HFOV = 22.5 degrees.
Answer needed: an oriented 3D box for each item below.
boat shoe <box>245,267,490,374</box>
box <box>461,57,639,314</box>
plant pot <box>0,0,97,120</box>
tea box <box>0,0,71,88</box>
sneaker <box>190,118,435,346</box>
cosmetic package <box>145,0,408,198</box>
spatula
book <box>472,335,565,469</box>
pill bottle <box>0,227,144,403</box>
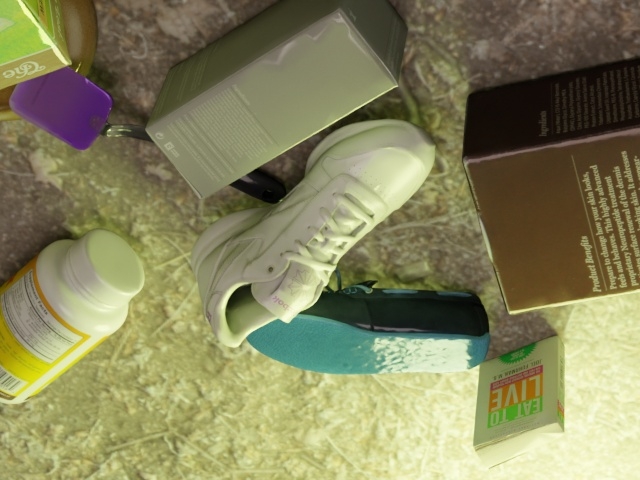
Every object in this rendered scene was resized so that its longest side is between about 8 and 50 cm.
[{"bbox_3d":[0.049,0.090,1.713,0.258,0.089,0.109,8,138,-3],"label":"boat shoe"},{"bbox_3d":[0.342,-0.068,1.528,0.381,0.143,0.191,-11,122,13],"label":"box"},{"bbox_3d":[-0.340,-0.214,1.590,0.236,0.032,0.236,4,125,6],"label":"plant pot"},{"bbox_3d":[-0.418,-0.254,1.278,0.329,0.220,0.323,-17,153,8],"label":"tea box"},{"bbox_3d":[0.000,0.000,1.605,0.305,0.152,0.114,-37,128,25],"label":"sneaker"},{"bbox_3d":[-0.040,-0.155,1.530,0.238,0.127,0.107,-25,117,25],"label":"cosmetic package"},{"bbox_3d":[-0.167,-0.101,1.628,0.296,0.030,0.084,21,128,-18],"label":"spatula"},{"bbox_3d":[0.214,0.168,1.702,0.096,0.144,0.035,-24,118,22],"label":"book"},{"bbox_3d":[-0.290,0.078,1.731,0.215,0.117,0.117,-37,112,28],"label":"pill bottle"}]
